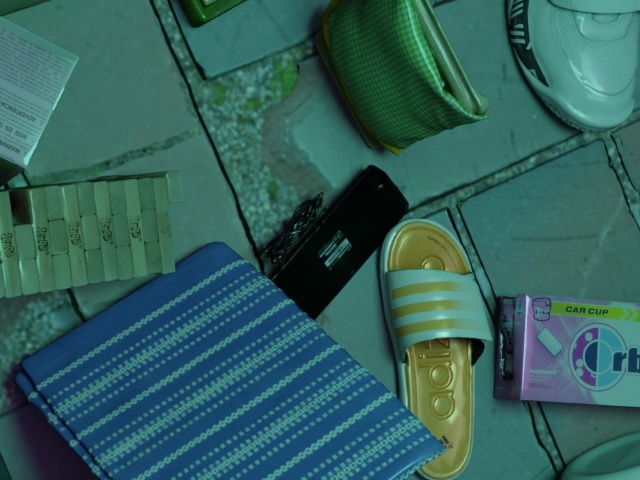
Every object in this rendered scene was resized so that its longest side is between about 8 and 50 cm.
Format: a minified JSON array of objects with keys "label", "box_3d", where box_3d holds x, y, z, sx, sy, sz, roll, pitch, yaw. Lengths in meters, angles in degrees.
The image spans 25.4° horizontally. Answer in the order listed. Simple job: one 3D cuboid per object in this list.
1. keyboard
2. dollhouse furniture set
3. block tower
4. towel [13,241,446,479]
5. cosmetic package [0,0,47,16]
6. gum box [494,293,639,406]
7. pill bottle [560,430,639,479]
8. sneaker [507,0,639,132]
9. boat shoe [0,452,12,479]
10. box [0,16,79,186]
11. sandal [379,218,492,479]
[{"label":"keyboard","box_3d":[0.000,0.000,1.403,0.192,0.038,0.100,-49,125,-17]},{"label":"dollhouse furniture set","box_3d":[-0.005,-0.200,1.320,0.151,0.197,0.302,-30,96,-20]},{"label":"block tower","box_3d":[-0.268,0.001,1.202,0.335,0.091,0.097,-11,98,-45]},{"label":"towel","box_3d":[-0.090,0.150,1.237,0.243,0.336,0.040,-34,141,-20]},{"label":"cosmetic package","box_3d":[-0.318,-0.278,1.263,0.309,0.113,0.160,-21,93,-20]},{"label":"gum box","box_3d":[0.269,0.115,1.465,0.188,0.062,0.107,5,84,-19]},{"label":"pill bottle","box_3d":[0.354,0.334,1.432,0.153,0.153,0.265,-21,94,-19]},{"label":"sneaker","box_3d":[0.284,-0.297,1.421,0.137,0.210,0.366,-6,88,-19]},{"label":"boat shoe","box_3d":[-0.297,0.281,1.185,0.186,0.156,0.500,-29,86,26]},{"label":"box","box_3d":[-0.292,-0.120,1.212,0.114,0.203,0.103,27,78,-17]},{"label":"sandal","box_3d":[0.126,0.108,1.408,0.102,0.076,0.265,-6,88,-20]}]
